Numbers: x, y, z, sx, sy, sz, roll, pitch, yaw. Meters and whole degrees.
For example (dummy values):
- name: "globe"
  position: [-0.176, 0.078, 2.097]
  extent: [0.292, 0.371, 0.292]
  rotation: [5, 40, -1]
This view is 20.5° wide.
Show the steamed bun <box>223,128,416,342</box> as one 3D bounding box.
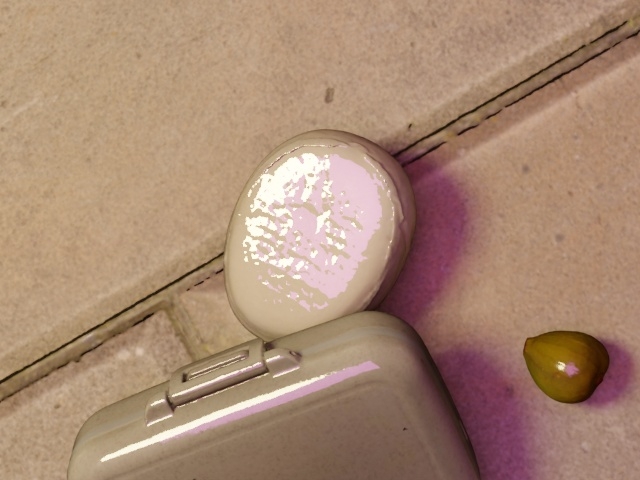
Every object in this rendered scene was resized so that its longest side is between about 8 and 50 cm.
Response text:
- name: "steamed bun"
  position: [0.000, 0.000, 1.772]
  extent: [0.177, 0.131, 0.228]
  rotation: [26, 100, 9]

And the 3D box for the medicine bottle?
- name: "medicine bottle"
  position: [-0.044, 0.227, 1.733]
  extent: [0.375, 0.123, 0.282]
  rotation: [-21, 119, 10]

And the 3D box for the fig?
- name: "fig"
  position: [0.241, 0.122, 1.760]
  extent: [0.088, 0.074, 0.074]
  rotation: [23, 92, 25]
